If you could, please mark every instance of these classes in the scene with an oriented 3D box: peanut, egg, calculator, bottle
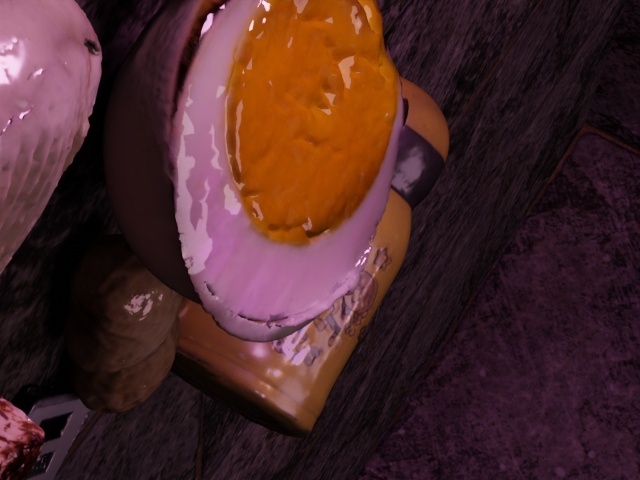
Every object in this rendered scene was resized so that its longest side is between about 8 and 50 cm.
[{"bbox_3d":[-0.159,0.069,1.520,0.104,0.086,0.228,-46,164,-22],"label":"peanut"},{"bbox_3d":[-0.074,-0.083,1.362,0.264,0.174,0.286,-53,143,-31],"label":"egg"},{"bbox_3d":[-0.270,0.233,1.583,0.261,0.021,0.161,-62,168,7],"label":"calculator"},{"bbox_3d":[0.000,0.000,1.798,0.351,0.171,0.171,-58,167,-11],"label":"bottle"}]

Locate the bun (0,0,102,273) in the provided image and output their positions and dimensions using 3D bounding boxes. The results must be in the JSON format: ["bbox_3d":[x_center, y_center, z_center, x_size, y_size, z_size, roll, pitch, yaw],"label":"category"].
[{"bbox_3d":[-0.208,-0.037,0.934,0.239,0.141,0.239,-54,-178,3],"label":"bun"}]

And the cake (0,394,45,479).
[{"bbox_3d":[-0.290,0.207,1.242,0.135,0.112,0.246,-34,154,-59],"label":"cake"}]
